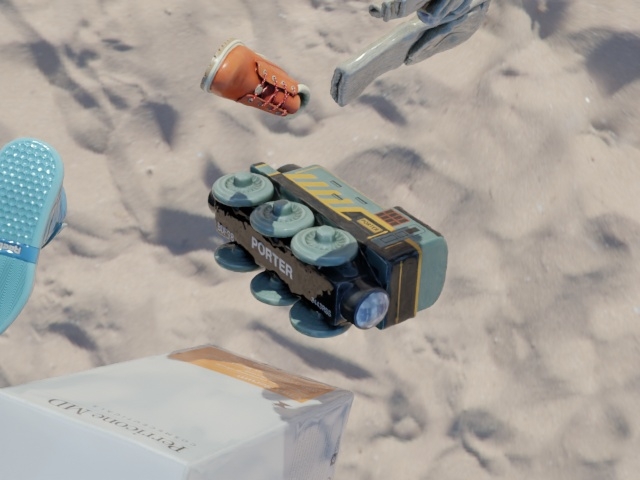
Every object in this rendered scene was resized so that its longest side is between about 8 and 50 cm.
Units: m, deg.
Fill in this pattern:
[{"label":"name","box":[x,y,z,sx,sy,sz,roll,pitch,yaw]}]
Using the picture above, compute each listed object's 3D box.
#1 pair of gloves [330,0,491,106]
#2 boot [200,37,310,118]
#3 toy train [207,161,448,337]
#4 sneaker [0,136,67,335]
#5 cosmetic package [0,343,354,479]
[{"label":"pair of gloves","box":[0.111,-0.207,0.872,0.204,0.240,0.042,-36,82,-22]},{"label":"boot","box":[-0.062,-0.159,1.046,0.084,0.158,0.059,34,106,13]},{"label":"toy train","box":[0.000,0.000,1.261,0.334,0.190,0.142,35,133,45]},{"label":"sneaker","box":[-0.453,0.019,1.505,0.127,0.208,0.319,24,80,-6]},{"label":"cosmetic package","box":[-0.153,0.242,1.163,0.230,0.453,0.162,16,96,20]}]
